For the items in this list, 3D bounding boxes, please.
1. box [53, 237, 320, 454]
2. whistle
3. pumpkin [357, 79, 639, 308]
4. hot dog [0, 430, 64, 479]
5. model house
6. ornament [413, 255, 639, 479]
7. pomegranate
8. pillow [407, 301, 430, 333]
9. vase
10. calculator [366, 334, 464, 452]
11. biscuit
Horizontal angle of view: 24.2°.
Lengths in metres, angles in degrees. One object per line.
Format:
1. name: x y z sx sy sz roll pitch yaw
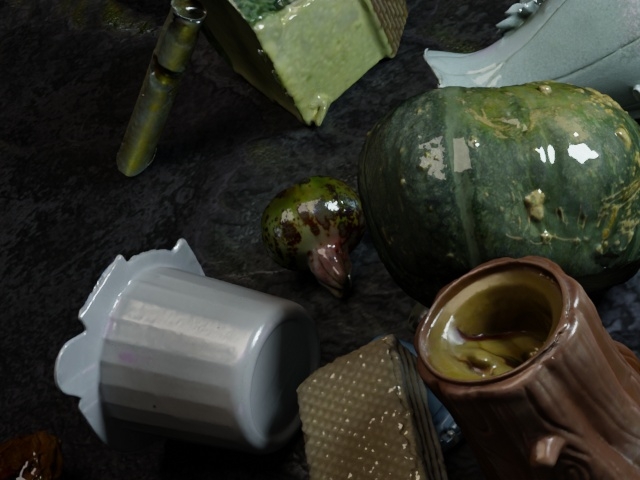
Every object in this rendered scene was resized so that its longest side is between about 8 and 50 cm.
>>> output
1. box: -0.137 0.139 1.731 0.206 0.291 0.262 8 94 28
2. whistle: -0.244 -0.229 2.272 0.068 0.057 0.326 -69 4 -49
3. pumpkin: 0.210 -0.048 1.623 0.327 0.291 0.257 -13 78 2
4. hot dog: -0.413 0.321 1.871 0.227 0.099 0.160 -17 38 24
5. model house: -0.038 -0.374 2.259 0.266 0.261 0.321 -38 41 -9
6. ornament: 0.210 0.142 1.482 0.221 0.217 0.235 3 51 41
7. pomegranate: -0.004 -0.010 1.914 0.138 0.125 0.163 -22 36 -5
8. pillow: 0.195 0.027 1.776 0.093 0.051 0.241 16 55 39
9. vase: 0.347 -0.243 1.831 0.445 0.250 0.250 -27 36 16
10. calculator: 0.096 0.173 1.692 0.210 0.039 0.121 16 58 47
11. biscuit: 0.070 0.284 1.512 0.144 0.078 0.426 -29 41 18
